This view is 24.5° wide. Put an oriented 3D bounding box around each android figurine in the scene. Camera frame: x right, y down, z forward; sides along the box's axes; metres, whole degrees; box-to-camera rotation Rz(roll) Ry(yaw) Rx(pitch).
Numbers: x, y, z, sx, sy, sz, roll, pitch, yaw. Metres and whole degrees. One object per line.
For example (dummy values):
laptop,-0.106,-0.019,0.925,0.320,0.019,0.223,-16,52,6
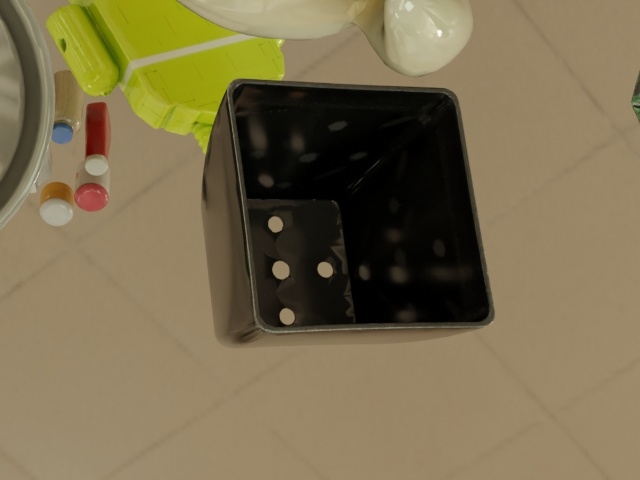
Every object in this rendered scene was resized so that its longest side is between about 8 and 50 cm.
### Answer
android figurine,-0.144,-0.208,1.484,0.248,0.273,0.056,-22,163,-35

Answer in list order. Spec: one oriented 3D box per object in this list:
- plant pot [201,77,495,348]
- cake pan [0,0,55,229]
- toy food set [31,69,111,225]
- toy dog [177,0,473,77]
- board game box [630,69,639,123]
plant pot,0.000,0.000,1.121,0.187,0.188,0.167,0,161,-24
cake pan,-0.356,-0.113,1.144,0.293,0.054,0.293,-2,98,-14
toy food set,-0.287,-0.094,1.621,0.111,0.104,0.232,-4,131,-3
toy dog,-0.095,-0.268,0.608,0.285,0.395,0.408,-21,151,15
board game box,0.268,-0.020,0.611,0.260,0.030,0.136,12,166,26
